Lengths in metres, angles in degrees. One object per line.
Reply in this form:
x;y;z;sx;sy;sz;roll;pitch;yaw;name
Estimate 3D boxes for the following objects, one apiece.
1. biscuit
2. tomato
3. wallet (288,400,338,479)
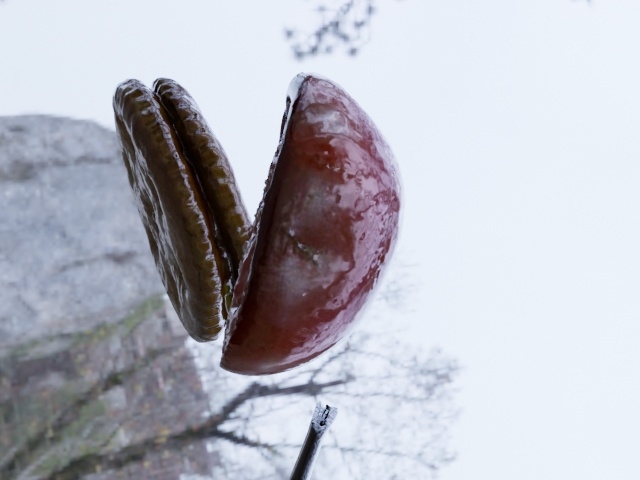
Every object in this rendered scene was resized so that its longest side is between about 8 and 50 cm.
-0.103;-0.025;0.890;0.220;0.066;0.220;161;-90;-76;biscuit
0.002;-0.007;0.626;0.174;0.082;0.166;-87;-169;-76;tomato
-0.022;0.201;0.874;0.082;0.018;0.157;-57;167;-78;wallet
